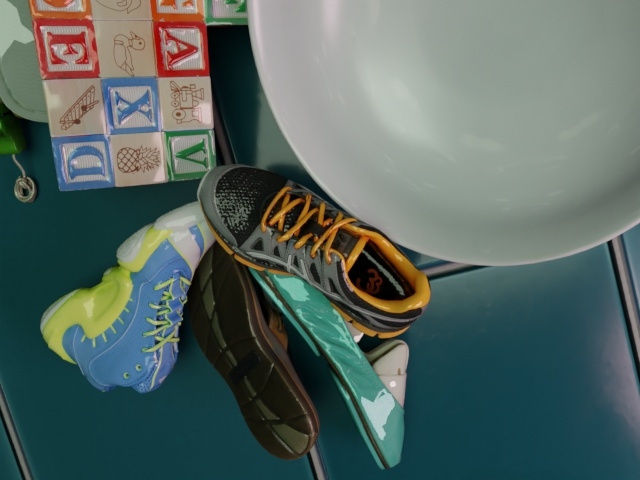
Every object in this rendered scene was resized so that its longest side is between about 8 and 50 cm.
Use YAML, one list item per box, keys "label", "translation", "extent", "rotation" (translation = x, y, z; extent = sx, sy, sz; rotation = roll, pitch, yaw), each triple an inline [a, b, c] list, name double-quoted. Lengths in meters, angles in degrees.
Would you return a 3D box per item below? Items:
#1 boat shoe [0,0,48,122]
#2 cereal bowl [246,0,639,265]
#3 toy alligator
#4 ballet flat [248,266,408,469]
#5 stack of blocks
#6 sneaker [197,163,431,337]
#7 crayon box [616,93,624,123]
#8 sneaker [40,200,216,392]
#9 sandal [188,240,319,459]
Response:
- label: "boat shoe"
  translation: [-0.233, -0.260, 0.509]
  extent: [0.114, 0.091, 0.302]
  rotation: [11, 100, -29]
- label: "cereal bowl"
  translation: [0.118, -0.160, 0.411]
  extent: [0.339, 0.141, 0.339]
  rotation: [20, 129, 26]
- label: "toy alligator"
  translation: [-0.312, -0.123, 0.541]
  extent: [0.056, 0.051, 0.189]
  rotation: [-1, 107, 6]
- label: "ballet flat"
  translation: [0.031, 0.097, 0.527]
  extent: [0.087, 0.083, 0.247]
  rotation: [-33, 94, -3]
- label: "stack of blocks"
  translation: [-0.147, -0.201, 0.463]
  extent: [0.171, 0.087, 0.297]
  rotation: [-8, 109, -23]
- label: "sneaker"
  translation: [0.000, 0.000, 0.456]
  extent: [0.215, 0.083, 0.084]
  rotation: [31, 71, -5]
- label: "crayon box"
  translation: [0.341, -0.186, 0.439]
  extent: [0.318, 0.081, 0.202]
  rotation: [1, 99, 8]
- label: "sneaker"
  translation: [-0.155, 0.064, 0.540]
  extent: [0.240, 0.091, 0.126]
  rotation: [-35, 89, 23]
- label: "sandal"
  translation: [-0.059, 0.098, 0.541]
  extent: [0.090, 0.060, 0.219]
  rotation: [-44, 70, 27]
